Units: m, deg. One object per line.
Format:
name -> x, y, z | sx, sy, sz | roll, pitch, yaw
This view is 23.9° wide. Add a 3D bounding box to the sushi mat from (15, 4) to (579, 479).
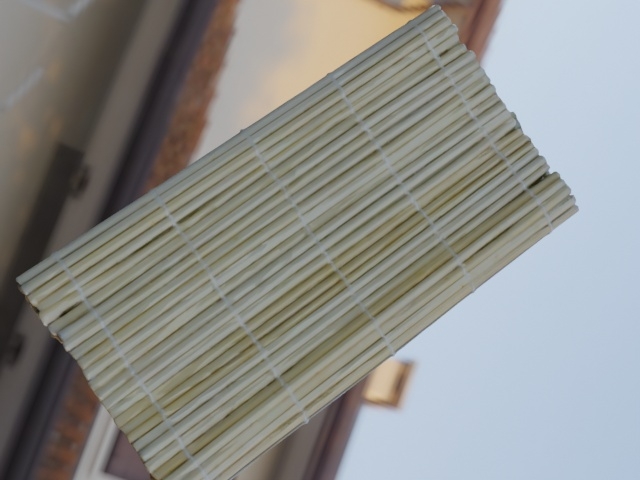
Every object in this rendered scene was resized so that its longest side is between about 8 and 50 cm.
sushi mat -> 0.000, 0.000, 0.837 | 0.316, 0.151, 0.019 | -36, 177, -26
